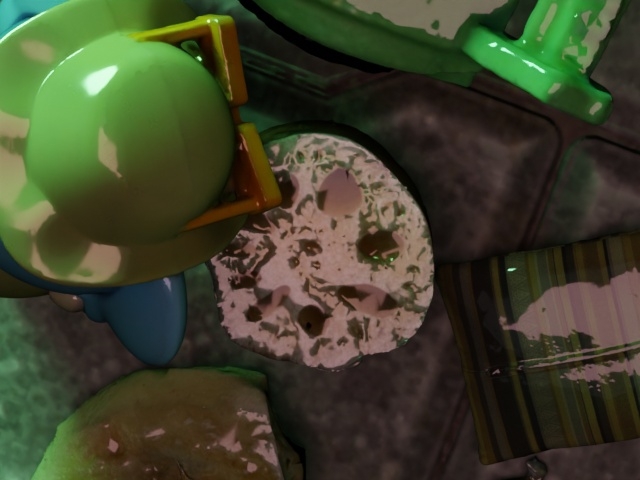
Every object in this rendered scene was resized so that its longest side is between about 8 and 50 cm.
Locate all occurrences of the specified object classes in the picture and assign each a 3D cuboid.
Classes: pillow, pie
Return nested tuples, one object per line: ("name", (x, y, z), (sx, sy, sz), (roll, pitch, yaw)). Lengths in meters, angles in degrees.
("pillow", (0.166, 0.046, 0.950), (0.203, 0.038, 0.113), (-13, 98, 15))
("pie", (-0.078, 0.178, 1.022), (0.185, 0.052, 0.218), (-19, 95, 20))

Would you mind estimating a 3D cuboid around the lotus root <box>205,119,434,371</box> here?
("lotus root", (0.003, 0.000, 0.953), (0.112, 0.081, 0.122), (-9, 98, 12))

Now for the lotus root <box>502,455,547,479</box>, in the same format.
("lotus root", (0.134, 0.220, 0.973), (0.183, 0.078, 0.204), (-31, 92, 15))

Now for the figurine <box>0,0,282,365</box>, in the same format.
("figurine", (-0.125, -0.052, 0.901), (0.153, 0.262, 0.180), (15, 93, -36))

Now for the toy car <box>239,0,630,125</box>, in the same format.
("toy car", (-0.005, -0.202, 0.858), (0.358, 0.176, 0.213), (27, 104, -3))
